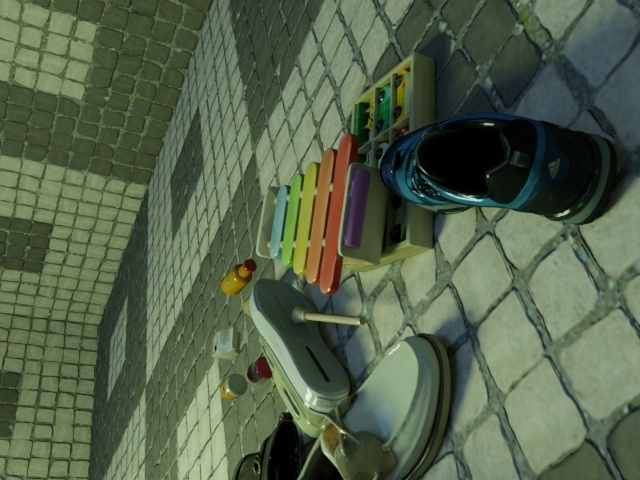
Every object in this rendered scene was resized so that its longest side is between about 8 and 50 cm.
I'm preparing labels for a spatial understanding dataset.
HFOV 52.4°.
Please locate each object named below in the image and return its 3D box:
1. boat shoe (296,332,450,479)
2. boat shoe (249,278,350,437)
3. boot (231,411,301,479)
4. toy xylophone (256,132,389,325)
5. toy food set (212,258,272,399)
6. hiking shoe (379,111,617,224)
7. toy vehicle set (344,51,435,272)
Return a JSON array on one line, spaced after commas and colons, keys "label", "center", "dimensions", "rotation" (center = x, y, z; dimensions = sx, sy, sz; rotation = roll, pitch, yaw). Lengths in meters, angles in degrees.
[{"label": "boat shoe", "center": [0.051, 0.239, 0.755], "dimensions": [0.303, 0.103, 0.113], "rotation": [-69, 26, 19]}, {"label": "boat shoe", "center": [-0.050, 0.170, 1.005], "dimensions": [0.094, 0.109, 0.302], "rotation": [-69, 29, 24]}, {"label": "boot", "center": [-0.086, 0.407, 0.963], "dimensions": [0.229, 0.091, 0.263], "rotation": [125, 149, -56]}, {"label": "toy xylophone", "center": [0.000, 0.000, 0.908], "dimensions": [0.322, 0.081, 0.237], "rotation": [-21, 62, 62]}, {"label": "toy food set", "center": [-0.119, 0.157, 1.148], "dimensions": [0.104, 0.111, 0.233], "rotation": [-44, 39, 52]}, {"label": "hiking shoe", "center": [0.138, -0.088, 0.656], "dimensions": [0.304, 0.132, 0.113], "rotation": [10, 87, 61]}, {"label": "toy vehicle set", "center": [0.093, -0.100, 0.893], "dimensions": [0.166, 0.035, 0.267], "rotation": [-28, 55, 60]}]
